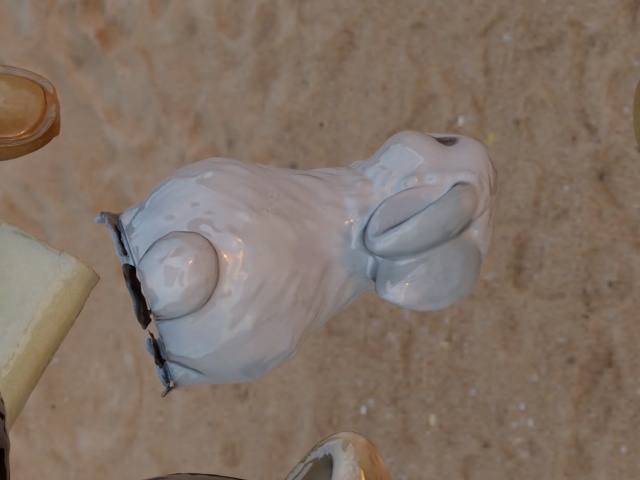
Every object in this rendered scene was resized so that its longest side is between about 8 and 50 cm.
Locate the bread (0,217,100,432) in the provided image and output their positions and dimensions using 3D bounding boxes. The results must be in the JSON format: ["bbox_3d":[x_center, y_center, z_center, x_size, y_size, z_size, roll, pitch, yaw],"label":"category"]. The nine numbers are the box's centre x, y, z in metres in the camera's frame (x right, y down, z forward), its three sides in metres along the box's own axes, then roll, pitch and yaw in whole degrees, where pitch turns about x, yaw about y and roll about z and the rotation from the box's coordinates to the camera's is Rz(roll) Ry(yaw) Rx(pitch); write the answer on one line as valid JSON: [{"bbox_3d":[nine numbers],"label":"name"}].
[{"bbox_3d":[-0.222,0.068,0.772,0.139,0.060,0.178,27,82,30],"label":"bread"}]

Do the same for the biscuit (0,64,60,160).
[{"bbox_3d":[-0.255,-0.084,0.925,0.023,0.140,0.118,97,162,-48],"label":"biscuit"}]

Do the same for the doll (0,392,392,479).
[{"bbox_3d":[-0.075,0.233,0.461,0.340,0.209,0.318,-74,-25,-45],"label":"doll"}]

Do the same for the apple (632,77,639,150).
[{"bbox_3d":[0.542,-0.165,1.739,0.207,0.237,0.237,-156,74,-69],"label":"apple"}]

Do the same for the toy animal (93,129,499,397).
[{"bbox_3d":[0.000,0.000,1.127,0.258,0.357,0.194,-146,39,-75],"label":"toy animal"}]
